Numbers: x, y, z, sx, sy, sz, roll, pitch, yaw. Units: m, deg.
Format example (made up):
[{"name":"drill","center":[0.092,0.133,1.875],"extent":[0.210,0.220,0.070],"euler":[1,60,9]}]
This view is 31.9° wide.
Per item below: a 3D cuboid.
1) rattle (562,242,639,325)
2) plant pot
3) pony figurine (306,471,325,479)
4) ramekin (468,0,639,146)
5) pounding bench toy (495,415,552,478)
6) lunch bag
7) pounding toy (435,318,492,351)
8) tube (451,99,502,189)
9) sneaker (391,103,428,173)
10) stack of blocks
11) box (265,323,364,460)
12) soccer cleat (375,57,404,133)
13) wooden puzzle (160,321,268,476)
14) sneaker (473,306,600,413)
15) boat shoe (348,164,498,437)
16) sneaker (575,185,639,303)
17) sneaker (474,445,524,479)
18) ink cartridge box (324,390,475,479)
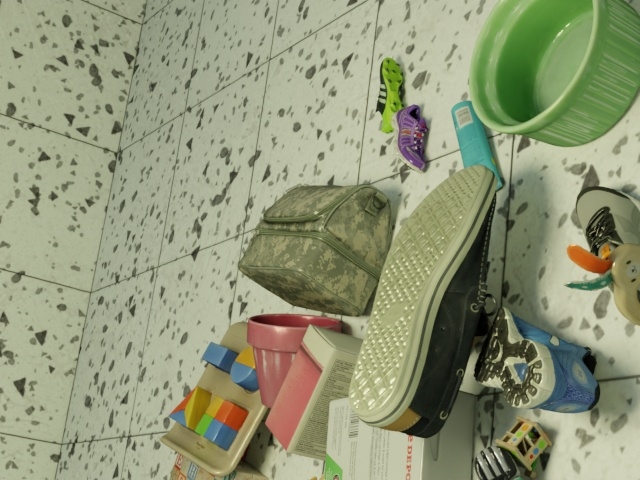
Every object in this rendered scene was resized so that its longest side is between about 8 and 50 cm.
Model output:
[{"name":"rattle","center":[0.417,0.064,1.390],"extent":[0.130,0.199,0.143],"euler":[-56,34,26]},{"name":"plant pot","center":[-0.056,0.254,2.340],"extent":[0.201,0.201,0.180],"euler":[8,97,59]},{"name":"pony figurine","center":[-0.101,0.610,2.102],"extent":[0.303,0.351,0.363],"euler":[21,92,25]},{"name":"ramekin","center":[0.408,-0.306,1.907],"extent":[0.303,0.148,0.303],"euler":[-33,48,46]},{"name":"pounding bench toy","center":[0.334,0.331,1.788],"extent":[0.065,0.083,0.052],"euler":[-44,25,-16]},{"name":"lunch bag","center":[0.000,0.000,2.367],"extent":[0.305,0.212,0.256],"euler":[2,59,58]},{"name":"pounding toy","center":[0.206,0.188,2.014],"extent":[0.206,0.094,0.181],"euler":[-47,42,22]},{"name":"tube","center":[0.294,-0.170,2.125],"extent":[0.080,0.052,0.207],"euler":[-45,45,45]},{"name":"sneaker","center":[0.190,-0.214,2.299],"extent":[0.071,0.068,0.170],"euler":[-33,49,31]},{"name":"stack of blocks","center":[-0.232,0.529,2.561],"extent":[0.297,0.087,0.171],"euler":[18,89,60]},{"name":"box","center":[0.015,0.306,2.219],"extent":[0.232,0.148,0.127],"euler":[-66,30,9]},{"name":"soccer cleat","center":[0.145,-0.316,2.429],"extent":[0.072,0.060,0.179],"euler":[-36,48,47]},{"name":"wooden puzzle","center":[-0.216,0.338,2.536],"extent":[0.348,0.080,0.322],"euler":[-57,29,-13]},{"name":"sneaker","center":[0.344,0.203,1.768],"extent":[0.330,0.147,0.130],"euler":[-118,49,-76]},{"name":"boat shoe","center":[0.199,0.100,1.878],"extent":[0.187,0.156,0.500],"euler":[-12,50,52]},{"name":"sneaker","center":[0.454,0.003,1.709],"extent":[0.100,0.108,0.271],"euler":[-56,33,28]},{"name":"sneaker","center":[0.318,0.431,1.759],"extent":[0.083,0.098,0.224],"euler":[-24,65,6]},{"name":"ink cartridge box","center":[0.137,0.381,2.005],"extent":[0.289,0.121,0.211],"euler":[-21,58,53]}]
